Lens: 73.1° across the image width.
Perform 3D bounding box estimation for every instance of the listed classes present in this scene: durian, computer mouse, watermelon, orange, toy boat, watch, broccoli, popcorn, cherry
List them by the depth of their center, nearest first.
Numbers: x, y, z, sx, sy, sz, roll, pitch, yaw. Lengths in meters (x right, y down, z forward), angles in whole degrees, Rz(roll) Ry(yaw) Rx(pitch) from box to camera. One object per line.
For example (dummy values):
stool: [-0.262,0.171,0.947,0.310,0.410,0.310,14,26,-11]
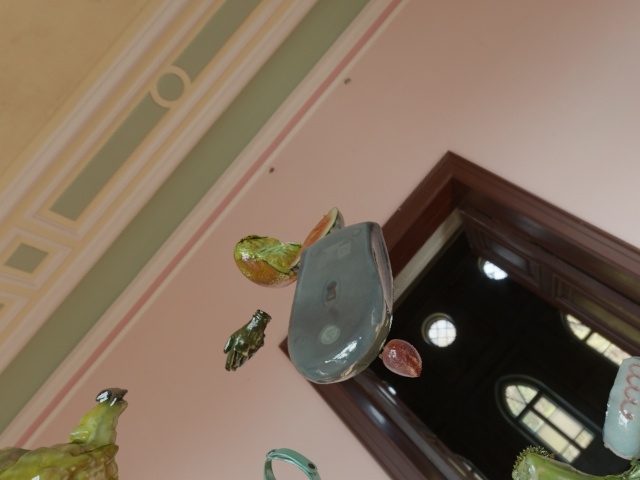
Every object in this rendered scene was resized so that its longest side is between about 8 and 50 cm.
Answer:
popcorn: [-0.421,0.403,0.633,0.293,0.293,0.236,-15,-80,-38]
broccoli: [0.464,0.419,0.712,0.145,0.305,0.164,116,171,-55]
computer mouse: [0.045,0.103,0.791,0.189,0.370,0.122,-23,-53,22]
toy boat: [0.623,0.334,0.850,0.208,0.079,0.134,-43,-58,-35]
cherry: [0.188,0.298,1.204,0.090,0.226,0.107,-53,-28,-3]
watermelon: [-0.004,-0.004,1.235,0.063,0.119,0.245,46,-109,-36]
durian: [0.687,0.754,1.358,0.095,0.137,0.220,98,-168,-54]
watch: [-0.109,0.857,1.549,0.068,0.237,0.195,3,-65,-63]
orange: [-0.202,0.090,1.849,0.262,0.335,0.195,-49,-41,-48]

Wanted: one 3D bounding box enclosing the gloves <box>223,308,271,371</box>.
gloves: [-0.290,0.396,1.699,0.268,0.135,0.107,-60,-9,-7]
